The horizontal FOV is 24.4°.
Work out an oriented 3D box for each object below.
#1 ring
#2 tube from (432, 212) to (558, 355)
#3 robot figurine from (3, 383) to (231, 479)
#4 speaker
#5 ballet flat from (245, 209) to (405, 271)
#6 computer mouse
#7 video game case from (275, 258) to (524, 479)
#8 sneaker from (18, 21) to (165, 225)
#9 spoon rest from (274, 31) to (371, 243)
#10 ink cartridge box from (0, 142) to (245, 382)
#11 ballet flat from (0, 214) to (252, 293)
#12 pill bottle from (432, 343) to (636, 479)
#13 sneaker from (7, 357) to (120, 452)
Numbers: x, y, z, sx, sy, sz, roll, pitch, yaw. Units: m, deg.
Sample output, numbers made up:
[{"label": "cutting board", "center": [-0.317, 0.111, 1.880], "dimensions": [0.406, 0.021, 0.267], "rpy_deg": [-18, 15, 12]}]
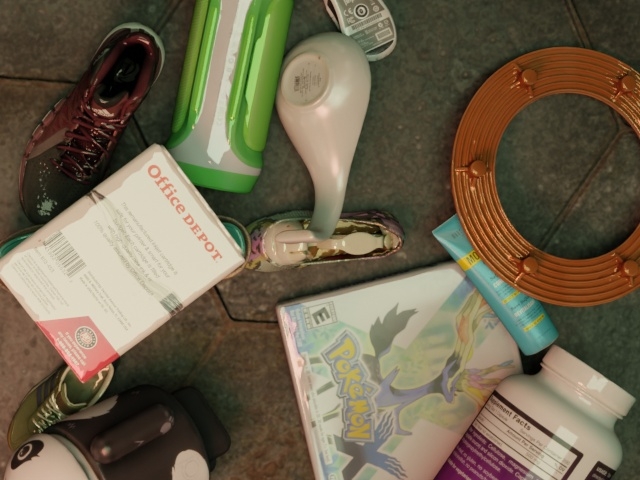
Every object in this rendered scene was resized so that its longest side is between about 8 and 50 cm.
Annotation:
[{"label": "ring", "center": [0.328, -0.084, 1.893], "dimensions": [0.337, 0.032, 0.336], "rpy_deg": [2, 84, -15]}, {"label": "tube", "center": [0.228, 0.049, 1.892], "dimensions": [0.080, 0.052, 0.207], "rpy_deg": [-38, 98, -21]}, {"label": "robot figurine", "center": [-0.248, 0.277, 1.791], "dimensions": [0.278, 0.174, 0.209], "rpy_deg": [-24, 121, -36]}, {"label": "speaker", "center": [-0.108, -0.212, 1.804], "dimensions": [0.131, 0.131, 0.296], "rpy_deg": [11, 95, -9]}, {"label": "ballet flat", "center": [0.000, 0.000, 1.870], "dimensions": [0.222, 0.079, 0.076], "rpy_deg": [-5, 99, -7]}, {"label": "computer mouse", "center": [0.031, -0.313, 1.858], "dimensions": [0.106, 0.042, 0.193], "rpy_deg": [-25, 94, -9]}, {"label": "video game case", "center": [0.121, 0.204, 1.933], "dimensions": [0.300, 0.036, 0.329], "rpy_deg": [-14, 98, -7]}, {"label": "sneaker", "center": [-0.280, -0.138, 1.770], "dimensions": [0.106, 0.162, 0.281], "rpy_deg": [27, 92, -10]}, {"label": "spoon rest", "center": [-0.004, -0.124, 1.823], "dimensions": [0.137, 0.084, 0.276], "rpy_deg": [-2, 75, 31]}, {"label": "ink cartridge box", "center": [-0.231, 0.023, 1.719], "dimensions": [0.237, 0.100, 0.172], "rpy_deg": [-37, 96, -4]}, {"label": "ballet flat", "center": [-0.243, 0.025, 1.822], "dimensions": [0.316, 0.106, 0.107], "rpy_deg": [-2, 91, -8]}, {"label": "pill bottle", "center": [0.253, 0.296, 1.855], "dimensions": [0.181, 0.181, 0.323], "rpy_deg": [34, 91, -11]}, {"label": "sneaker", "center": [-0.322, 0.197, 1.842], "dimensions": [0.064, 0.086, 0.192], "rpy_deg": [43, 89, -10]}]
